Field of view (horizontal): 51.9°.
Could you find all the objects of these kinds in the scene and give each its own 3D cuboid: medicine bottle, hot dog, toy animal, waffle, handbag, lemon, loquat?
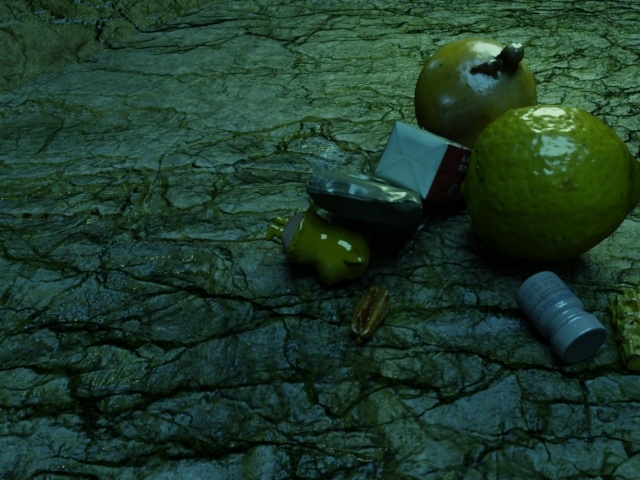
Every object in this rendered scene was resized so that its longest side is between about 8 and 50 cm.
[{"bbox_3d":[0.473,0.149,1.304,0.105,0.105,0.168,-14,44,-14],"label":"medicine bottle"},{"bbox_3d":[0.102,0.153,1.354,0.062,0.038,0.144,18,48,16],"label":"hot dog"},{"bbox_3d":[-0.001,0.003,1.435,0.230,0.156,0.156,16,44,6],"label":"toy animal"},{"bbox_3d":[0.667,0.168,1.314,0.161,0.055,0.210,4,43,4],"label":"waffle"},{"bbox_3d":[0.288,-0.182,1.600,0.171,0.151,0.298,31,18,35],"label":"handbag"},{"bbox_3d":[0.111,-0.081,1.456,0.253,0.109,0.316,17,2,13],"label":"handbag"},{"bbox_3d":[0.495,-0.122,1.418,0.388,0.349,0.349,1,41,21],"label":"lemon"},{"bbox_3d":[0.412,-0.378,1.706,0.329,0.359,0.328,9,58,-15],"label":"loquat"}]

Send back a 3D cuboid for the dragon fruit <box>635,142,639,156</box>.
[{"bbox_3d":[0.940,-0.218,1.603,0.303,0.231,0.237,16,37,9],"label":"dragon fruit"}]
